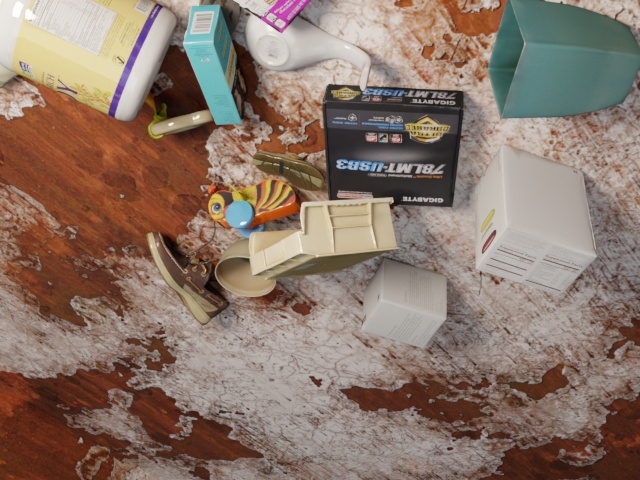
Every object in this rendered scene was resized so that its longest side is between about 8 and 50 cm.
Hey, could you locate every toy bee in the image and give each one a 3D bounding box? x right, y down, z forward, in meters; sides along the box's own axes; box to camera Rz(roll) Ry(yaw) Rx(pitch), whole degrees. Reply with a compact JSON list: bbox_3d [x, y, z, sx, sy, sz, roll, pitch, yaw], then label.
[{"bbox_3d":[-0.207,-0.085,1.753,0.298,0.162,0.195,-19,155,-13],"label":"toy bee"}]

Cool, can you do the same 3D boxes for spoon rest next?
[{"bbox_3d":[-0.024,-0.382,1.454,0.277,0.084,0.137,21,137,8],"label":"spoon rest"}]

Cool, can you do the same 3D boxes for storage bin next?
[{"bbox_3d":[0.000,0.000,1.670,0.261,0.123,0.262,-4,169,-32],"label":"storage bin"}]

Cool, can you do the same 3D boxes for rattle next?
[{"bbox_3d":[-0.291,-0.304,1.593,0.200,0.142,0.130,-14,171,17],"label":"rattle"}]

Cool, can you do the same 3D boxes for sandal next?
[{"bbox_3d":[-0.071,-0.174,1.698,0.180,0.049,0.072,21,133,10],"label":"sandal"}]

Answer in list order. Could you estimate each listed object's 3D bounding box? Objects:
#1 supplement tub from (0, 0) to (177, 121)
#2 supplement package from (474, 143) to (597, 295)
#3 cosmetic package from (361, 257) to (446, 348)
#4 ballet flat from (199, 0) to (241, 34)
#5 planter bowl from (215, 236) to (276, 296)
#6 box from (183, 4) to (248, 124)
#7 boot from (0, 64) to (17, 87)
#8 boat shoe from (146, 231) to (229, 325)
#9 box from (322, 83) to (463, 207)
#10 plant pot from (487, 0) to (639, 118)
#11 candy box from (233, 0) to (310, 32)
[{"bbox_3d":[-0.470,-0.399,1.386,0.331,0.241,0.241,24,136,-14],"label":"supplement tub"},{"bbox_3d":[0.457,-0.048,1.568,0.204,0.261,0.145,17,137,-7],"label":"supplement package"},{"bbox_3d":[0.223,0.168,1.926,0.184,0.151,0.151,18,136,-9],"label":"cosmetic package"},{"bbox_3d":[-0.198,-0.496,1.375,0.084,0.058,0.249,-6,143,-7],"label":"ballet flat"},{"bbox_3d":[-0.188,0.058,1.918,0.162,0.109,0.162,6,137,5],"label":"planter bowl"},{"bbox_3d":[-0.206,-0.347,1.453,0.060,0.100,0.244,0,151,9],"label":"box"},{"bbox_3d":[-0.711,-0.424,1.527,0.165,0.077,0.213,-16,134,28],"label":"boot"},{"bbox_3d":[-0.359,0.090,2.001,0.123,0.123,0.342,-30,125,-2],"label":"boat shoe"},{"bbox_3d":[0.158,-0.202,1.603,0.296,0.073,0.293,4,136,7],"label":"box"},{"bbox_3d":[0.457,-0.333,1.343,0.234,0.165,0.165,3,137,-2],"label":"plant pot"},{"bbox_3d":[-0.112,-0.498,1.282,0.233,0.071,0.159,26,127,-35],"label":"candy box"}]
